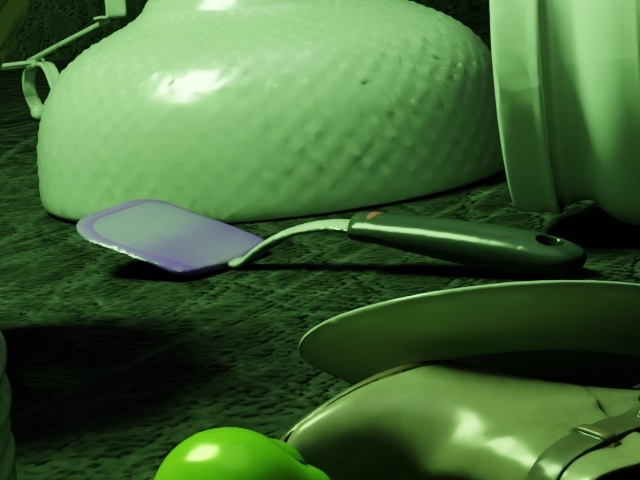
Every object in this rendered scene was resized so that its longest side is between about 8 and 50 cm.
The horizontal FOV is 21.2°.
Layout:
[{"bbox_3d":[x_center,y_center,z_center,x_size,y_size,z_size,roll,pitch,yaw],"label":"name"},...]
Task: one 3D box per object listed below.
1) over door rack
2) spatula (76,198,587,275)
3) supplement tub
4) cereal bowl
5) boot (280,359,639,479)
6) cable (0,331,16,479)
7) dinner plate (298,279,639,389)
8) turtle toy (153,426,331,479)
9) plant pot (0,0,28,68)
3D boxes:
[{"bbox_3d":[-0.346,-0.163,1.689,0.239,0.108,0.324,-11,-10,-26],"label":"over door rack"},{"bbox_3d":[0.000,0.000,0.884,0.296,0.030,0.084,2,14,34],"label":"spatula"},{"bbox_3d":[0.232,-0.106,0.882,0.272,0.191,0.191,-4,11,12],"label":"supplement tub"},{"bbox_3d":[-0.036,-0.108,1.202,0.338,0.141,0.339,-6,11,1],"label":"cereal bowl"},{"bbox_3d":[0.057,0.062,0.484,0.118,0.042,0.087,-11,14,-17],"label":"boot"},{"bbox_3d":[-0.215,0.068,0.475,0.257,0.089,0.257,-2,12,19],"label":"cable"},{"bbox_3d":[0.063,0.039,0.562,0.141,0.017,0.141,-1,-16,0],"label":"dinner plate"},{"bbox_3d":[-0.038,0.082,0.352,0.095,0.066,0.130,0,12,29],"label":"turtle toy"},{"bbox_3d":[-0.302,-0.095,0.707,0.305,0.334,0.334,28,9,-5],"label":"plant pot"}]
